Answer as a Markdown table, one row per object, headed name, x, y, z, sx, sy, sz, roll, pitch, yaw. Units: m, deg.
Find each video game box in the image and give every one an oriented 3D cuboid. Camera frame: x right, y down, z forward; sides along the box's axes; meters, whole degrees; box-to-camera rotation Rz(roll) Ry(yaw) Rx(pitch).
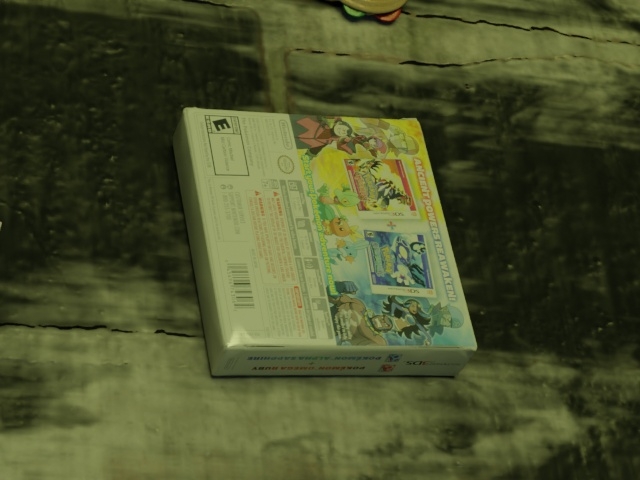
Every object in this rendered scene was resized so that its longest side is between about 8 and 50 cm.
| name | x | y | z | sx | sy | sz | roll | pitch | yaw |
| --- | --- | --- | --- | --- | --- | --- | --- | --- | --- |
| video game box | 0.000 | 0.000 | 1.307 | 0.187 | 0.048 | 0.205 | 1 | 56 | -18 |

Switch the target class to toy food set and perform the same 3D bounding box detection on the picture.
| name | x | y | z | sx | sy | sz | roll | pitch | yaw |
| --- | --- | --- | --- | --- | --- | --- | --- | --- | --- |
| toy food set | 0.035 | -0.213 | 1.492 | 0.083 | 0.020 | 0.083 | 34 | 50 | 5 |
